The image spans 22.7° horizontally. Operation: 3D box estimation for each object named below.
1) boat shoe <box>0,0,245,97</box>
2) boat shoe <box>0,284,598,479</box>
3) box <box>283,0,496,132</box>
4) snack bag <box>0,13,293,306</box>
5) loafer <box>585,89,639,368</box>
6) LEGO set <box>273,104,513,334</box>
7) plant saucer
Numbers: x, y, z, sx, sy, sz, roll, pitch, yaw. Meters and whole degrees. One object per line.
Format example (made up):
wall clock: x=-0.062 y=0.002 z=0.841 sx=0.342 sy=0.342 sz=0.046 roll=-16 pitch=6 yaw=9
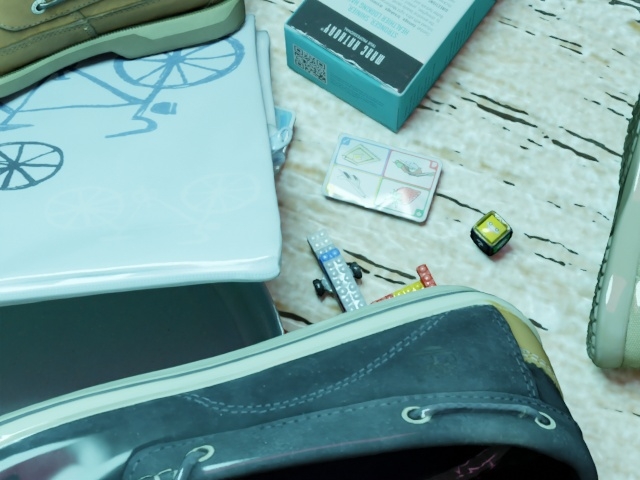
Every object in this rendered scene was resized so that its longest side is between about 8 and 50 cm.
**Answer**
boat shoe: x=-0.200 y=-0.170 z=1.072 sx=0.307 sy=0.104 sz=0.111 roll=-20 pitch=36 yaw=-23
boat shoe: x=-0.074 y=0.175 z=0.856 sx=0.500 sy=0.186 sz=0.156 roll=-20 pitch=39 yaw=-16
box: x=0.084 y=-0.203 z=1.154 sx=0.100 sy=0.060 sz=0.244 roll=33 pitch=71 yaw=14
snack bag: x=-0.179 y=-0.049 z=1.015 sx=0.323 sy=0.037 sz=0.342 roll=-6 pitch=33 yaw=-3
loafer: x=0.246 y=-0.035 z=1.065 sx=0.092 sy=0.102 sz=0.268 roll=15 pitch=77 yaw=6
LEGO set: x=0.000 y=0.000 z=1.073 sx=0.244 sy=0.060 sz=0.182 roll=16 pitch=72 yaw=7
plant saucer: x=-0.173 y=0.107 z=1.022 sx=0.318 sy=0.043 sz=0.317 roll=-2 pitch=73 yaw=5
